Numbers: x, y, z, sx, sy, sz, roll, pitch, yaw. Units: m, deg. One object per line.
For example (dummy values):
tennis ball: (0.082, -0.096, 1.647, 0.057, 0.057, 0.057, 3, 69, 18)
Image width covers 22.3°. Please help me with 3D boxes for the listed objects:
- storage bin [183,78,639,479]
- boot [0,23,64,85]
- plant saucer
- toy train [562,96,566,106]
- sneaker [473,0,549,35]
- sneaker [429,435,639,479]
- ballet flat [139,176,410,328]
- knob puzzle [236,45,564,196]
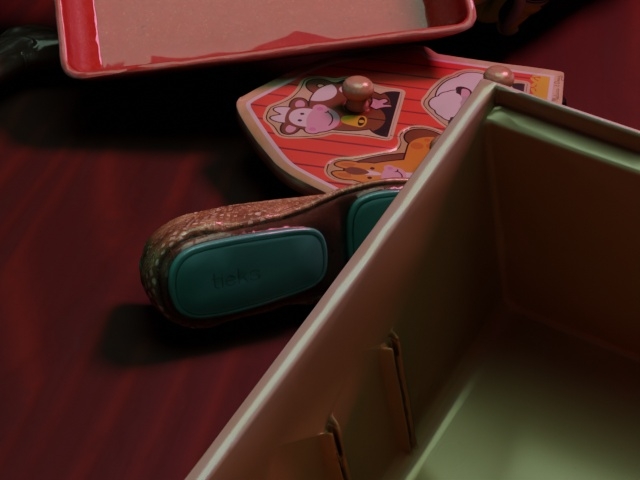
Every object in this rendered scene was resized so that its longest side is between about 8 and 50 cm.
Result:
storage bin: (0.105, 0.114, 0.508, 0.260, 0.123, 0.262, 22, 57, 26)
boot: (-0.190, -0.110, 1.040, 0.106, 0.037, 0.114, 8, 23, 30)
plant saucer: (-0.050, -0.214, 1.070, 0.258, 0.048, 0.259, -8, 62, -6)
toy train: (0.091, -0.077, 1.037, 0.158, 0.036, 0.027, -9, 32, -26)
sneaker: (0.150, -0.240, 1.244, 0.145, 0.147, 0.384, 33, 17, 20)
sneaker: (0.097, 0.115, 0.657, 0.283, 0.107, 0.124, 22, 47, 34)
ballet flat: (0.000, 0.000, 0.853, 0.206, 0.073, 0.067, -4, 16, -25)
knob puzzle: (0.045, -0.074, 0.964, 0.213, 0.030, 0.213, 1, 37, -1)
